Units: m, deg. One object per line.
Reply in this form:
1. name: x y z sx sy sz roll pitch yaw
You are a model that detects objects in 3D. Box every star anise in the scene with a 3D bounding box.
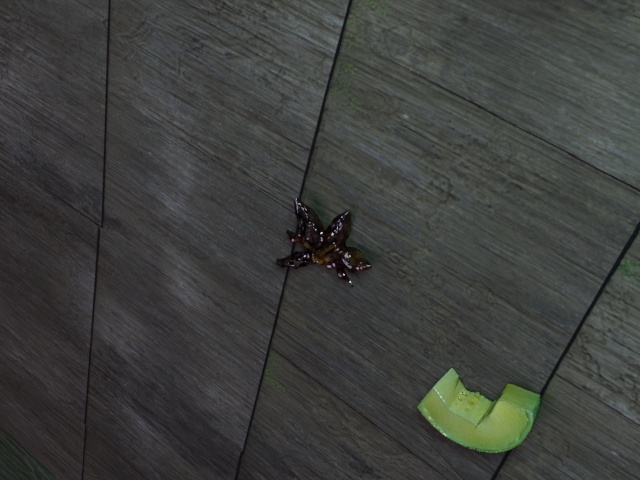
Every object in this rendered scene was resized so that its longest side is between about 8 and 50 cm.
1. star anise: 0.003 -0.002 1.414 0.213 0.053 0.156 16 123 35

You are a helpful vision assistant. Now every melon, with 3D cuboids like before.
1. melon: 0.255 0.274 1.347 0.210 0.064 0.117 16 122 36
